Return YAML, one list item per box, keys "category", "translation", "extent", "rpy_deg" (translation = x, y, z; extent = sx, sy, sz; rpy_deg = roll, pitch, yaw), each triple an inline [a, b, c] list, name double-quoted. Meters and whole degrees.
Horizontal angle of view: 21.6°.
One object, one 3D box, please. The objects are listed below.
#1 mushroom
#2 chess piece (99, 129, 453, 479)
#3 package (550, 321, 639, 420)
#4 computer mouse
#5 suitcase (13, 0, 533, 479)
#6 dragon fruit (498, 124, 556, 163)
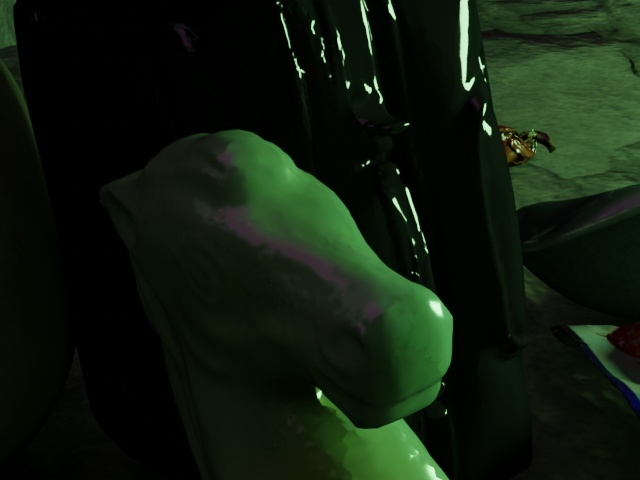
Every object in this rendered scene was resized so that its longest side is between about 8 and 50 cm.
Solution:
- category: "mushroom"
  translation: [-0.320, 0.003, 1.108]
  extent: [0.294, 0.362, 0.362]
  rpy_deg: [-17, 17, 4]
- category: "chess piece"
  translation: [-0.001, 0.099, 0.693]
  extent: [0.175, 0.298, 0.176]
  rpy_deg: [-12, 15, 3]
- category: "package"
  translation: [0.248, 0.089, 0.948]
  extent: [0.194, 0.071, 0.269]
  rpy_deg: [-12, 23, -20]
- category: "computer mouse"
  translation: [0.288, 0.003, 1.150]
  extent: [0.379, 0.090, 0.167]
  rpy_deg: [-6, -2, -32]
- category: "suitcase"
  translation: [-0.026, -0.015, 0.986]
  extent: [0.188, 0.345, 0.339]
  rpy_deg: [-17, 17, -31]
- category: "dragon fruit"
  translation: [0.136, -0.090, 1.542]
  extent: [0.190, 0.094, 0.094]
  rpy_deg: [-6, 15, -21]
